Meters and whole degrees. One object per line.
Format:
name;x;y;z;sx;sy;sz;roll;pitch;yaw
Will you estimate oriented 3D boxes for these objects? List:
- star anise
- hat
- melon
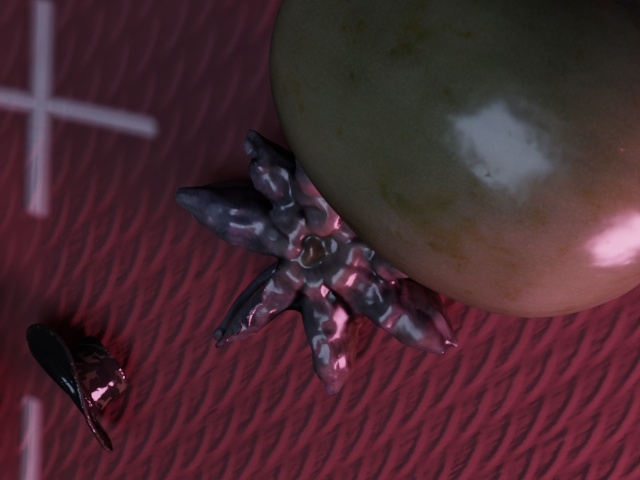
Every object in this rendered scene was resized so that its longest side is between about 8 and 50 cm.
star anise;0.000;0.000;1.154;0.229;0.093;0.236;14;116;10
hat;-0.186;0.111;1.270;0.050;0.121;0.121;-32;102;-15
melon;0.118;-0.086;0.998;0.308;0.272;0.272;10;114;-3
